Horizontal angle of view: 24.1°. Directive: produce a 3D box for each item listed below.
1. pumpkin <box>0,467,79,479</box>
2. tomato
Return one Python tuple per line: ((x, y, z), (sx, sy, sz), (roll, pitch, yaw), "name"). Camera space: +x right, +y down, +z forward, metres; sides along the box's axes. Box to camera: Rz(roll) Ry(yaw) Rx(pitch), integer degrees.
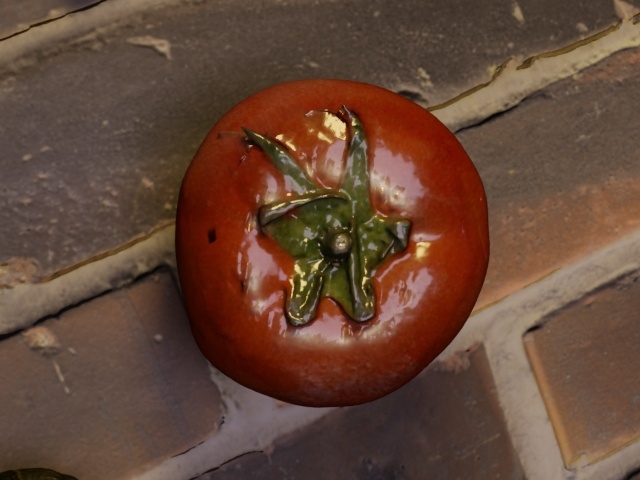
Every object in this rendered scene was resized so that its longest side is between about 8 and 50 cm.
((-0.297, 0.344, 1.536), (0.223, 0.157, 0.224), (-6, 109, -19), "pumpkin")
((0.000, 0.000, 1.564), (0.341, 0.273, 0.341), (-1, 94, -8), "tomato")
